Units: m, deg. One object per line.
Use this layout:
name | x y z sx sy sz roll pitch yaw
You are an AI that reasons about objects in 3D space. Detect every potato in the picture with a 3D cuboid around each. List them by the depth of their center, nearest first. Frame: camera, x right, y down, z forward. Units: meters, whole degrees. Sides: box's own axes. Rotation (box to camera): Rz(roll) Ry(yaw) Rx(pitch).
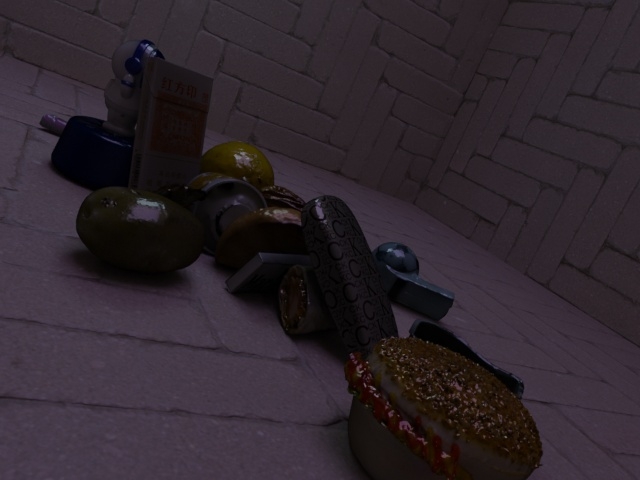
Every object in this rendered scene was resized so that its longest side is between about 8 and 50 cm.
potato | -0.323 -0.016 1.054 0.251 0.159 0.174 23 34 -44

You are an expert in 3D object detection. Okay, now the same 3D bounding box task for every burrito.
burrito | 0.018 0.119 1.187 0.299 0.105 0.143 5 52 -53

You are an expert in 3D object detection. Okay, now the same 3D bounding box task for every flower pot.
flower pot | 0.245 0.254 1.034 0.229 0.108 0.103 33 27 23

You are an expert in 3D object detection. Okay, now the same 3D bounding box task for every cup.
cup | -0.271 -0.070 1.368 0.241 0.186 0.226 -16 23 -19

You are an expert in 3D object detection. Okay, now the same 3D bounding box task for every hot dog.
hot dog | -0.059 -0.048 1.478 0.272 0.122 0.196 52 -6 -31

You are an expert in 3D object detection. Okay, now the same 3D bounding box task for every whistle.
whistle | 0.237 0.095 1.595 0.289 0.164 0.163 24 13 -3

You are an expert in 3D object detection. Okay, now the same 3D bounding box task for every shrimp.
shrimp | -0.360 -0.085 1.236 0.145 0.059 0.254 -21 12 -40

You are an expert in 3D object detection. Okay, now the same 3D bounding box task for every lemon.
lemon | -0.248 -0.172 1.623 0.235 0.236 0.263 17 26 -28

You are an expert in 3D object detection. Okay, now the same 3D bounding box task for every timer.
timer | -0.507 -0.332 1.458 0.270 0.384 0.270 23 14 -6

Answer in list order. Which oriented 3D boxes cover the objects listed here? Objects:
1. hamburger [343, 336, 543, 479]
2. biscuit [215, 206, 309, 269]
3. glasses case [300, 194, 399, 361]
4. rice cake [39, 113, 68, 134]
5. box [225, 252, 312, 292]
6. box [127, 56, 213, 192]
hamburger | 0.176 0.252 0.810 0.294 0.179 0.276 12 17 -41
biscuit | -0.086 0.016 1.277 0.274 0.213 0.091 26 36 -26
glasses case | 0.060 0.079 1.101 0.137 0.085 0.355 -11 79 -54
rice cake | -0.734 -0.324 1.753 0.269 0.055 0.049 23 18 -14
box | -0.100 0.072 1.190 0.177 0.115 0.036 6 50 -51
box | -0.383 -0.262 1.445 0.051 0.366 0.204 12 6 31
